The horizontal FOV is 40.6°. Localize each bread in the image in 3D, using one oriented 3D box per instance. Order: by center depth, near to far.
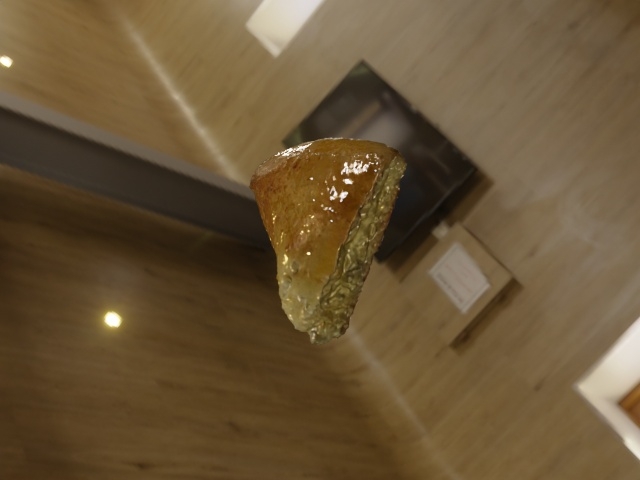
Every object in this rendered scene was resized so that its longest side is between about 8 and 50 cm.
[{"bbox_3d":[0.009,-0.022,0.606,0.054,0.136,0.154,1,-121,-43],"label":"bread"}]
